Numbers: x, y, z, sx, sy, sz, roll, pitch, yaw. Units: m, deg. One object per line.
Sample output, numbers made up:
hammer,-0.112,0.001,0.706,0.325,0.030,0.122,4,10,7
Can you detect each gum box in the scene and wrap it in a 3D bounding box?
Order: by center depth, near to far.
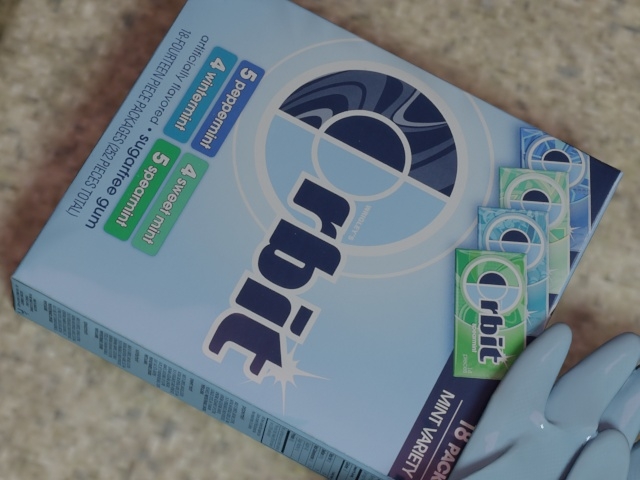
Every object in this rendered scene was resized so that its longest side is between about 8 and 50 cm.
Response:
gum box,0.000,0.000,0.769,0.184,0.041,0.157,28,68,5

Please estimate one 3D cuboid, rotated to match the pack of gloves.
pack of gloves,0.098,0.156,0.715,0.195,0.046,0.232,43,62,1
